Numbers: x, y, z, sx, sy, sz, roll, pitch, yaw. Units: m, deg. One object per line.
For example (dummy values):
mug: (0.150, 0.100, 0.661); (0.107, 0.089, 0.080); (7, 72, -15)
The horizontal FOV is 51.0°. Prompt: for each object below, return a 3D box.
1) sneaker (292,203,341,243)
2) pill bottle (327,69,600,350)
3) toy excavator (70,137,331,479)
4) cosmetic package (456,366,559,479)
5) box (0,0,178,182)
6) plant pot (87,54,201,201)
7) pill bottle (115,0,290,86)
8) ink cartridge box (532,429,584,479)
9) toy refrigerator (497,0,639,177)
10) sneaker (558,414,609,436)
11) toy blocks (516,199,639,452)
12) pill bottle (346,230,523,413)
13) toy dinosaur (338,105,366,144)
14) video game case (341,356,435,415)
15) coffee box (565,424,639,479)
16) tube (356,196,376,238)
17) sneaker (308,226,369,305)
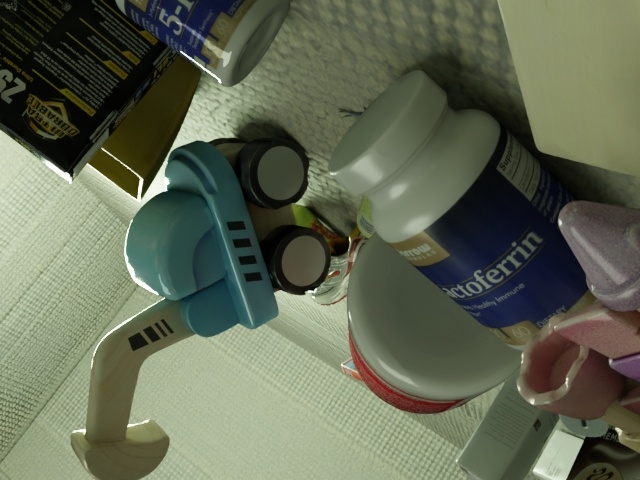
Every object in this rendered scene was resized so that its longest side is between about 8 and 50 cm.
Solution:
sneaker: (0.000, 0.000, 1.237); (0.094, 0.082, 0.208); (12, 158, 35)
pill bottle: (0.144, -0.028, 0.640); (0.264, 0.153, 0.153); (39, 165, -15)
toy excavator: (-0.217, 0.087, 1.032); (0.222, 0.445, 0.433); (15, 125, 56)
cosmetic package: (0.336, 0.318, 1.143); (0.085, 0.231, 0.117); (24, 162, 38)
box: (-0.340, -0.268, 0.770); (0.322, 0.257, 0.079); (38, 167, -13)
plant pot: (-0.296, -0.209, 0.996); (0.212, 0.187, 0.212); (37, 165, -10)
pill bottle: (-0.134, -0.247, 0.653); (0.186, 0.112, 0.112); (35, 166, -1)
ink cartridge box: (0.620, 0.528, 1.395); (0.201, 0.117, 0.278); (43, 164, -25)
toy refrigerator: (0.149, -0.154, 0.329); (0.094, 0.102, 0.269); (24, 161, 39)
sneaker: (0.329, 0.137, 0.866); (0.094, 0.091, 0.258); (0, 127, 26)
toy blocks: (0.219, 0.042, 0.364); (0.260, 0.309, 0.288); (30, 150, -10)
pill bottle: (0.152, 0.124, 0.947); (0.229, 0.229, 0.408); (32, 166, 12)
toy dinosaur: (0.054, -0.122, 0.780); (0.090, 0.047, 0.082); (19, 179, 19)
video game case: (0.194, 0.228, 1.269); (0.285, 0.204, 0.025); (9, 122, 60)
coffee box: (0.469, 0.422, 1.042); (0.118, 0.297, 0.168); (34, 165, -9)
tube: (0.092, -0.064, 0.849); (0.240, 0.070, 0.062); (101, 146, -72)
sneaker: (0.041, 0.038, 1.170); (0.093, 0.088, 0.225); (45, 137, -4)
